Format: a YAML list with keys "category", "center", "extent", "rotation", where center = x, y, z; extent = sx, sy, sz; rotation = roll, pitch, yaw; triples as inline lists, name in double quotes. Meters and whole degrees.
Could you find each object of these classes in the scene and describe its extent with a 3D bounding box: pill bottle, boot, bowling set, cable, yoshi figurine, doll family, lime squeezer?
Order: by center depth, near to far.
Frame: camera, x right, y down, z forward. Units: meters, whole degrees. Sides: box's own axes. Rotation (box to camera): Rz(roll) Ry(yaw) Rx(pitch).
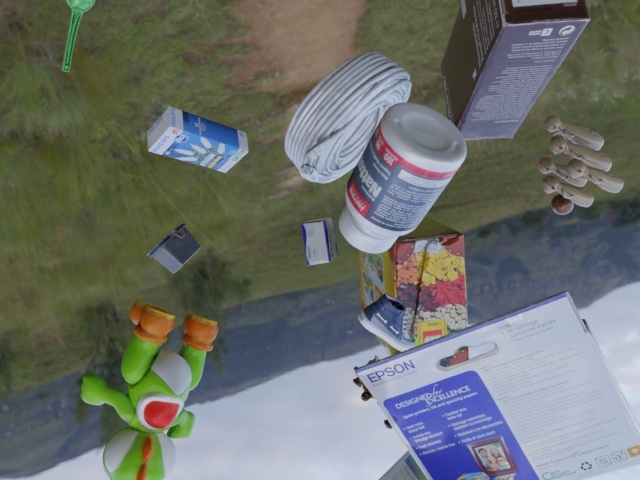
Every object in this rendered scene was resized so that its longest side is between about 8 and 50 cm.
- category: "pill bottle"
  center: [0.091, -0.069, 0.749]
  extent: [0.108, 0.108, 0.180]
  rotation: [-14, 148, -35]
- category: "cable"
  center: [0.050, -0.212, 1.074]
  extent: [0.257, 0.089, 0.257]
  rotation: [-46, 167, 1]
- category: "yoshi figurine"
  center: [-0.310, 0.299, 1.080]
  extent: [0.203, 0.362, 0.203]
  rotation: [12, 172, 16]
- category: "lime squeezer"
  center: [-0.417, -0.451, 1.103]
  extent: [0.310, 0.110, 0.059]
  rotation: [-39, 170, 36]
- category: "boot"
  center: [0.178, 0.190, 1.384]
  extent: [0.086, 0.069, 0.190]
  rotation: [-41, 131, 21]
- category: "bowling set"
  center: [0.582, -0.154, 1.451]
  extent: [0.154, 0.200, 0.287]
  rotation: [23, -147, -3]
- category: "doll family"
  center: [0.161, 0.391, 1.537]
  extent: [0.111, 0.076, 0.193]
  rotation: [-42, -123, -19]

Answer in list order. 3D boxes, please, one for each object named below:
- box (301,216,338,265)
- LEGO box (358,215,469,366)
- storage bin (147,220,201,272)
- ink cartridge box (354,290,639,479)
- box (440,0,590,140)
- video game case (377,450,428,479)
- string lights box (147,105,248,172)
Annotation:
- category: "box"
  center: [0.000, 0.000, 1.794]
  extent: [0.072, 0.126, 0.137]
  rotation: [-7, -174, 14]
- category: "LEGO box"
  center: [0.255, 0.124, 1.798]
  extent: [0.193, 0.373, 0.500]
  rotation: [-7, -168, -7]
- category: "storage bin"
  center: [-0.400, 0.020, 1.695]
  extent: [0.098, 0.091, 0.135]
  rotation: [-37, -169, 36]
- category: "ink cartridge box"
  center: [0.254, 0.228, 0.849]
  extent: [0.303, 0.307, 0.072]
  rotation: [-25, -162, 21]
- category: "box"
  center: [0.323, -0.349, 1.081]
  extent: [0.143, 0.191, 0.381]
  rotation: [-4, 162, 0]
- category: "video game case"
  center: [0.306, 0.632, 1.420]
  extent: [0.300, 0.329, 0.036]
  rotation: [-50, 143, 15]
- category: "string lights box"
  center: [-0.357, -0.291, 1.767]
  extent: [0.259, 0.077, 0.133]
  rotation: [12, 147, -39]
